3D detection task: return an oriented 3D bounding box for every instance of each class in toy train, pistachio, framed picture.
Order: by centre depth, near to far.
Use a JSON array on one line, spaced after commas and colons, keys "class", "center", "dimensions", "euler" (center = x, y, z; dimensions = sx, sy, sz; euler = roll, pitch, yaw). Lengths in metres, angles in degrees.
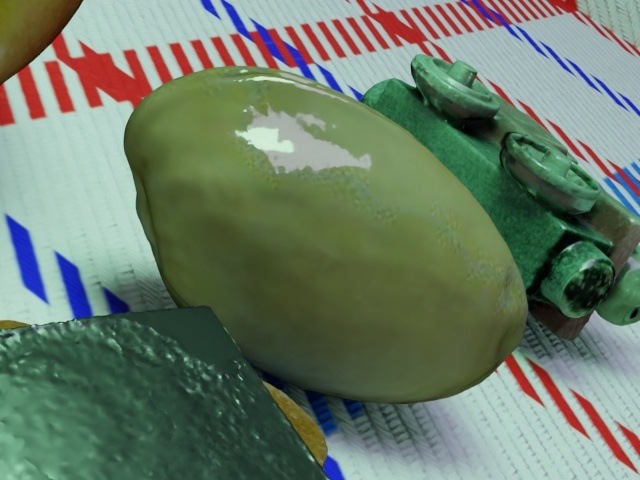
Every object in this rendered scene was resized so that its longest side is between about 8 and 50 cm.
[{"class": "framed picture", "center": [-0.065, 0.157, 0.775], "dimensions": [0.244, 0.013, 0.324], "euler": [-7, 50, -42]}, {"class": "pistachio", "center": [0.000, 0.000, 1.102], "dimensions": [0.293, 0.181, 0.162], "euler": [33, 15, -21]}, {"class": "toy train", "center": [0.160, -0.030, 1.445], "dimensions": [0.221, 0.150, 0.304], "euler": [18, 22, -45]}]

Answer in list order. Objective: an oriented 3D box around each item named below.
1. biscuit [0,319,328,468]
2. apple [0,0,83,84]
[{"class": "biscuit", "center": [-0.114, 0.115, 0.879], "dimensions": [0.324, 0.049, 0.205], "euler": [13, 26, -39]}, {"class": "apple", "center": [-0.276, -0.248, 1.038], "dimensions": [0.364, 0.364, 0.364], "euler": [26, 21, -11]}]
